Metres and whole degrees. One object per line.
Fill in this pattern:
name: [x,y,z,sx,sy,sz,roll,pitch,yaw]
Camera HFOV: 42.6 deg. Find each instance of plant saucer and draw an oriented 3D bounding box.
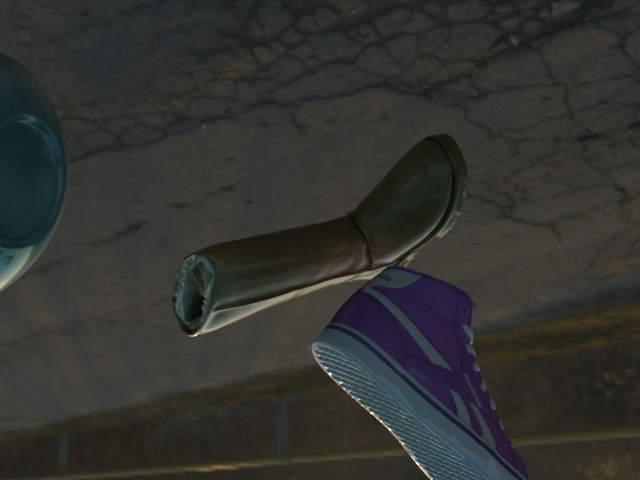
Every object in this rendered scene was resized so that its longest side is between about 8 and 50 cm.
plant saucer: [-0.245,-0.047,0.636,0.037,0.195,0.195,8,163,18]

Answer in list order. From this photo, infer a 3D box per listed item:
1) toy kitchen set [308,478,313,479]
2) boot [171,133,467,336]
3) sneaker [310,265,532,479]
toy kitchen set: [-0.018,0.339,0.947,0.075,0.068,0.083,-29,-161,0]
boot: [0.000,0.000,0.850,0.269,0.089,0.236,-13,147,-31]
sneaker: [0.141,0.143,0.810,0.282,0.161,0.102,47,149,-6]
